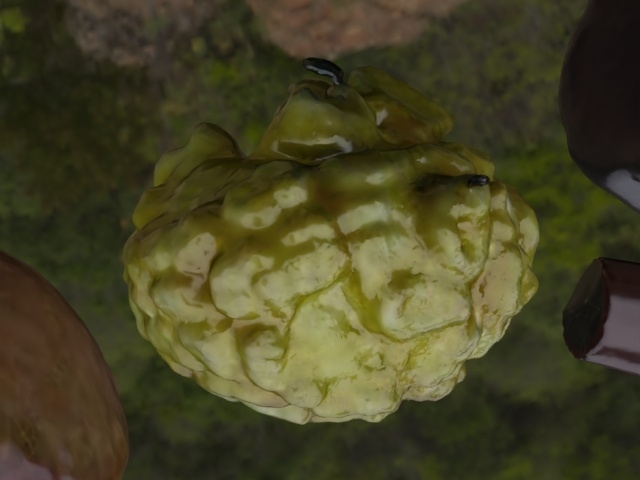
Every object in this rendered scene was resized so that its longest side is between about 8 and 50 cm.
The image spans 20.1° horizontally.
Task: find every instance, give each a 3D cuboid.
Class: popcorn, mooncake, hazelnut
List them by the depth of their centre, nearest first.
[{"bbox_3d":[-0.129,0.060,0.505,0.143,0.154,0.143,-18,138,-18],"label":"hazelnut"},{"bbox_3d":[0.002,0.001,0.941,0.218,0.189,0.169,-1,124,-19],"label":"popcorn"},{"bbox_3d":[0.327,-0.142,1.436,0.141,0.283,0.283,30,126,-29],"label":"mooncake"}]

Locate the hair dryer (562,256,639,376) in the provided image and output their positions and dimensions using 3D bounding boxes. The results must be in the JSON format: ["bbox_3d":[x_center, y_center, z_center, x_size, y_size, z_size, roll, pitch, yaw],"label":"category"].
[{"bbox_3d":[0.296,0.157,0.941,0.312,0.340,0.123,8,140,-14],"label":"hair dryer"}]
